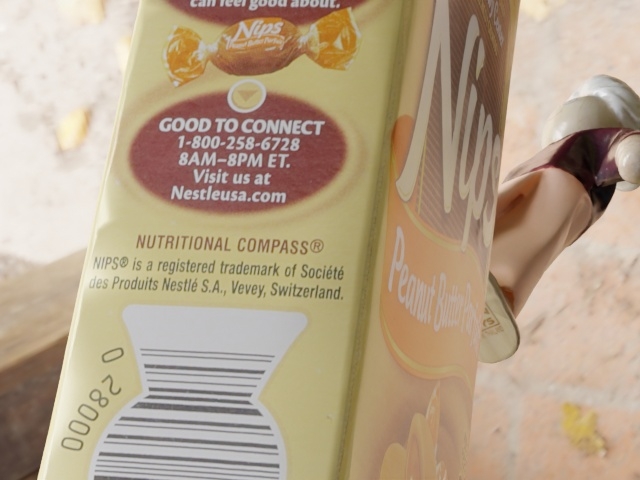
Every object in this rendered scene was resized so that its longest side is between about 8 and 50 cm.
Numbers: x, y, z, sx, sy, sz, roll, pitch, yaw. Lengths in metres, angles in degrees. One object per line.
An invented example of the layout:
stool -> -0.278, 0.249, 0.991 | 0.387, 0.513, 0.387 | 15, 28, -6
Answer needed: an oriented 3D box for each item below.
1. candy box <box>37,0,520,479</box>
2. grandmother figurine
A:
candy box -> 0.000, 0.000, 0.575 | 0.088, 0.183, 0.316 | 3, 65, 14
grandmother figurine -> 0.158, -0.025, 1.306 | 0.208, 0.342, 0.104 | -20, 106, 36
